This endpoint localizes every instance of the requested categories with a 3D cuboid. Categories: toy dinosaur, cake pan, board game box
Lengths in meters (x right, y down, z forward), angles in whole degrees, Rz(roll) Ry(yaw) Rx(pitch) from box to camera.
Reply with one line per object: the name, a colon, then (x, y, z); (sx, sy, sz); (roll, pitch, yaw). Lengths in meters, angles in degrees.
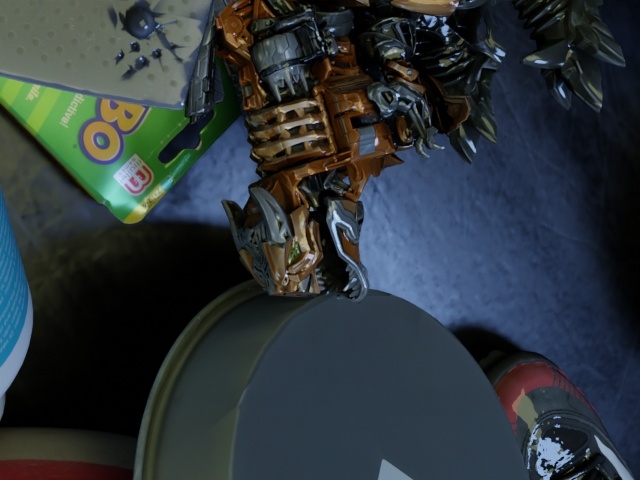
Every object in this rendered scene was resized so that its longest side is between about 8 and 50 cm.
toy dinosaur: (0.033, -0.128, 0.813); (0.218, 0.164, 0.322); (9, 98, -25)
cake pan: (0.024, 0.155, 0.821); (0.293, 0.054, 0.293); (21, 60, -42)
board game box: (-0.148, -0.136, 0.790); (0.124, 0.039, 0.259); (-47, 115, -9)

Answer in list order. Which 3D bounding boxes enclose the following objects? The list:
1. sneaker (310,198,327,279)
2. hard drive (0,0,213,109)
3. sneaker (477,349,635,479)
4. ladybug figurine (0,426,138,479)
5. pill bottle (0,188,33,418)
sneaker: (0.000, 0.000, 0.893); (0.040, 0.043, 0.109); (-20, 112, -24)
hard drive: (-0.169, -0.171, 0.714); (0.254, 0.054, 0.172); (15, 92, -20)
sneaker: (0.184, 0.194, 0.982); (0.097, 0.135, 0.276); (-32, 113, -15)
ladybug figurine: (-0.151, 0.262, 0.811); (0.449, 0.162, 0.305); (2, 101, -28)
pill bottle: (-0.216, 0.003, 0.686); (0.146, 0.146, 0.264); (-27, 142, -19)
